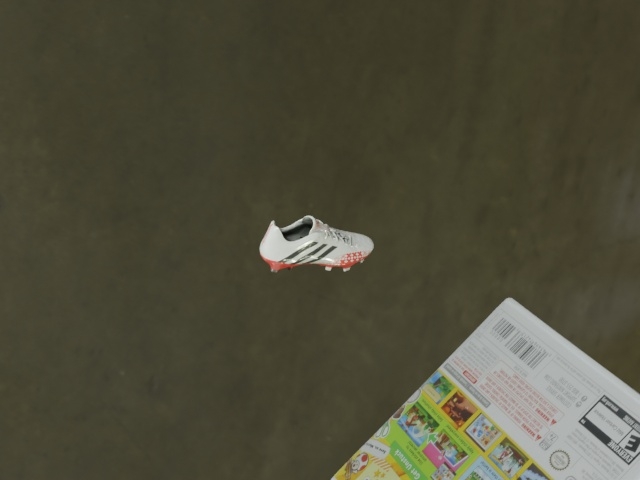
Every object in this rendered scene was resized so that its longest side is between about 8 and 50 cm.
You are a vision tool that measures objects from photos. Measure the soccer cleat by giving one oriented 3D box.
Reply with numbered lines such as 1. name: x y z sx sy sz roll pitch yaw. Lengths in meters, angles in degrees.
1. soccer cleat: 0.000 0.000 0.744 0.083 0.029 0.035 -4 125 -27

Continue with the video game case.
1. video game case: 0.124 0.161 0.812 0.206 0.227 0.026 -46 120 -1
